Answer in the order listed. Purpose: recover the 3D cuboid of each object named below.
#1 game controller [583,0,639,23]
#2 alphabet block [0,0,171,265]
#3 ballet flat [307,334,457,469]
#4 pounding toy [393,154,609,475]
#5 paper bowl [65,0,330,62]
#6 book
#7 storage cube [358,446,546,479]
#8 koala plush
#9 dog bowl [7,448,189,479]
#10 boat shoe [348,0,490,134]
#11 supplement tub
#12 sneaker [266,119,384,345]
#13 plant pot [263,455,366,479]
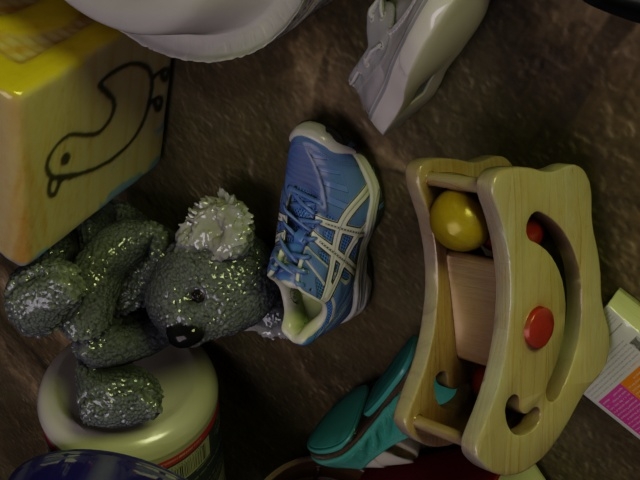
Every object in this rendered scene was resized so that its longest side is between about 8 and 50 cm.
[{"bbox_3d":[0.142,-0.206,0.442,0.167,0.067,0.319,17,163,10],"label":"game controller"},{"bbox_3d":[-0.258,-0.137,0.844,0.193,0.192,0.197,32,140,14],"label":"alphabet block"},{"bbox_3d":[0.067,0.167,0.908,0.087,0.083,0.247,32,143,-5],"label":"ballet flat"},{"bbox_3d":[0.100,0.063,0.711,0.155,0.154,0.269,13,124,48],"label":"pounding toy"},{"bbox_3d":[-0.107,-0.250,0.646,0.284,0.148,0.284,23,137,24],"label":"paper bowl"},{"bbox_3d":[0.250,0.112,0.733,0.144,0.035,0.096,40,142,10],"label":"book"},{"bbox_3d":[0.117,0.318,0.892,0.193,0.215,0.183,-23,106,43],"label":"storage cube"},{"bbox_3d":[-0.135,0.041,0.929,0.221,0.203,0.196,-10,127,23],"label":"koala plush"},{"bbox_3d":[-0.215,0.332,1.003,0.265,0.104,0.264,6,131,7],"label":"dog bowl"},{"bbox_3d":[0.056,-0.133,0.648,0.063,0.066,0.184,50,168,7],"label":"boat shoe"},{"bbox_3d":[-0.205,0.244,1.124,0.191,0.191,0.272,25,136,24],"label":"supplement tub"},{"bbox_3d":[0.000,0.000,0.818,0.080,0.081,0.211,20,133,31],"label":"sneaker"},{"bbox_3d":[-0.007,0.339,1.068,0.167,0.167,0.165,35,149,13],"label":"plant pot"}]
